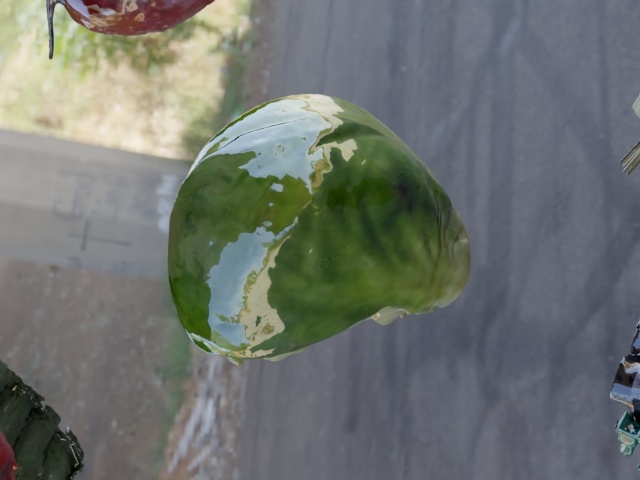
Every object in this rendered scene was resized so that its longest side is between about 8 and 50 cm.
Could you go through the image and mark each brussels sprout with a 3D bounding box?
[{"bbox_3d":[-0.002,-0.008,0.685,0.131,0.183,0.145,19,123,55],"label":"brussels sprout"}]

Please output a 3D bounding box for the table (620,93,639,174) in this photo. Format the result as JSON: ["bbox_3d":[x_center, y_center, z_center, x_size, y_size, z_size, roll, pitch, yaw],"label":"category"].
[{"bbox_3d":[0.489,-0.089,1.523,0.111,0.240,0.121,-61,-4,16],"label":"table"}]

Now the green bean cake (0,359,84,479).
[{"bbox_3d":[-0.376,0.185,1.139,0.241,0.255,0.132,62,-147,-42],"label":"green bean cake"}]

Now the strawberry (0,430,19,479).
[{"bbox_3d":[-0.315,0.241,0.753,0.267,0.312,0.351,12,110,40],"label":"strawberry"}]

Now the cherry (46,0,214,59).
[{"bbox_3d":[-0.155,-0.281,1.097,0.175,0.250,0.192,-57,-43,-58],"label":"cherry"}]

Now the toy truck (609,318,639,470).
[{"bbox_3d":[0.294,0.092,0.911,0.216,0.110,0.116,-56,-27,-33],"label":"toy truck"}]
